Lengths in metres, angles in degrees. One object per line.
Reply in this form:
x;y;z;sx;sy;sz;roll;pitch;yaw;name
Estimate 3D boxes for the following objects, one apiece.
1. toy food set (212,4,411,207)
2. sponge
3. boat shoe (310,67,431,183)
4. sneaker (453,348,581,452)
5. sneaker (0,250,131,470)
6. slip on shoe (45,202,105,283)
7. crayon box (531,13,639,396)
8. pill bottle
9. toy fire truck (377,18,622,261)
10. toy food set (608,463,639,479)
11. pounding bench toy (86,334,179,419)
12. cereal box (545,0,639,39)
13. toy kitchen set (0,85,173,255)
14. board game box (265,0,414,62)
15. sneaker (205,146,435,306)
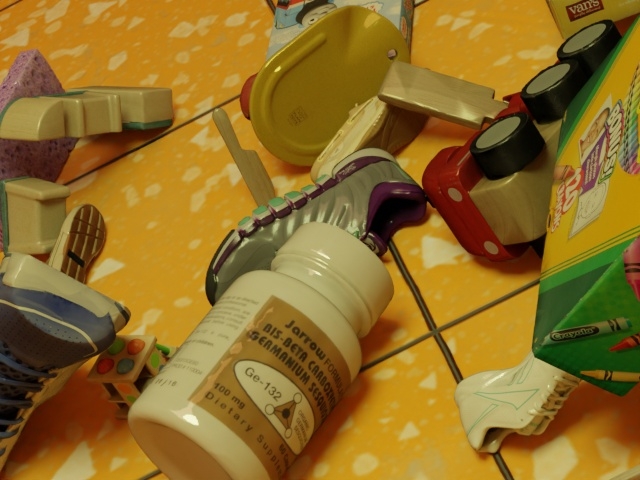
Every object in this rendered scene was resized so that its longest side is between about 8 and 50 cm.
-0.014;-0.148;1.548;0.218;0.128;0.071;-38;24;-6;toy food set
-0.333;-0.103;1.698;0.031;0.117;0.210;-6;42;26;sponge
0.050;-0.111;1.507;0.059;0.063;0.170;17;55;40;boat shoe
0.168;0.113;1.160;0.152;0.053;0.061;-37;43;34;sneaker
-0.283;0.131;1.354;0.315;0.127;0.182;-25;39;61;sneaker
-0.258;0.017;1.571;0.041;0.051;0.135;-21;42;30;slip on shoe
0.239;-0.045;1.111;0.165;0.081;0.278;-56;13;43;crayon box
-0.041;0.099;1.261;0.131;0.131;0.229;12;52;41;pill bottle
0.152;-0.092;1.375;0.217;0.158;0.246;-47;20;-31;toy fire truck
0.295;0.026;1.082;0.219;0.092;0.306;-38;24;43;toy food set
-0.162;0.109;1.381;0.052;0.065;0.083;-3;44;31;pounding bench toy
0.297;-0.263;1.474;0.173;0.047;0.240;-20;15;11;cereal box
-0.273;-0.080;1.682;0.122;0.166;0.207;6;12;37;toy kitchen set
0.022;-0.232;1.687;0.160;0.039;0.211;-14;40;18;board game box
0.000;0.000;1.396;0.223;0.083;0.098;-38;43;-14;sneaker
